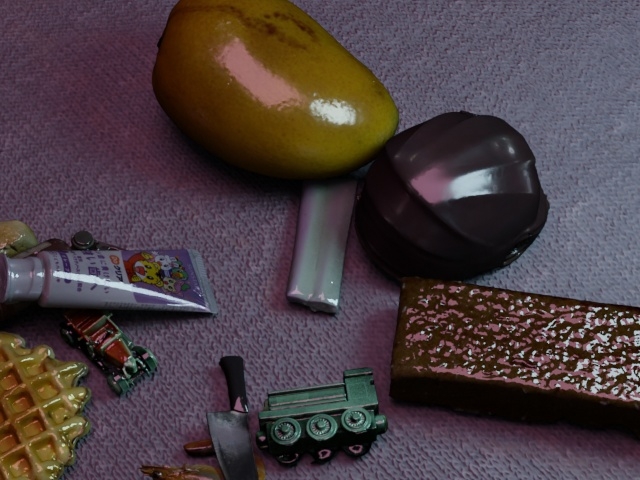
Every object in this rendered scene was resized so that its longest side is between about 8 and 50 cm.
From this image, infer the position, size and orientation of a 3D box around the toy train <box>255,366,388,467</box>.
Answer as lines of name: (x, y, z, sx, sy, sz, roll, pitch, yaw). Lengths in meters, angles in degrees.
toy train: (-0.001, 0.228, 1.867, 0.170, 0.071, 0.111, -7, 48, -3)

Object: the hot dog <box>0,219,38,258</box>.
hot dog: (-0.502, 0.047, 1.983, 0.242, 0.084, 0.073, -34, 59, -19)

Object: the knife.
knife: (-0.115, 0.243, 1.857, 0.060, 0.028, 0.230, 0, 48, -15)

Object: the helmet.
helmet: (0.191, -0.082, 1.990, 0.305, 0.177, 0.225, -32, 65, -22)

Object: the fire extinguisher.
fire extinguisher: (-0.374, 0.058, 1.979, 0.252, 0.075, 0.106, -27, 81, -30)

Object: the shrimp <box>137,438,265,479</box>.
shrimp: (-0.149, 0.283, 1.841, 0.162, 0.045, 0.095, 8, 56, -2)

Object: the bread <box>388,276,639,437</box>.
bread: (0.296, 0.155, 1.881, 0.416, 0.113, 0.165, 9, 56, 8)

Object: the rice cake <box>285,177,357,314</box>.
rice cake: (0.001, 0.001, 2.028, 0.080, 0.042, 0.222, 9, 57, 1)

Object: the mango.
mango: (-0.071, -0.217, 2.068, 0.378, 0.221, 0.264, 28, 49, 12)

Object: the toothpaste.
toothpaste: (-0.283, 0.052, 1.938, 0.299, 0.073, 0.114, 1, 47, -29)

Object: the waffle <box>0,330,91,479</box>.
waffle: (-0.425, 0.236, 1.874, 0.250, 0.056, 0.261, 9, 55, 7)

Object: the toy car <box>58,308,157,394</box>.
toy car: (-0.285, 0.138, 1.935, 0.073, 0.054, 0.143, -38, 63, -20)
